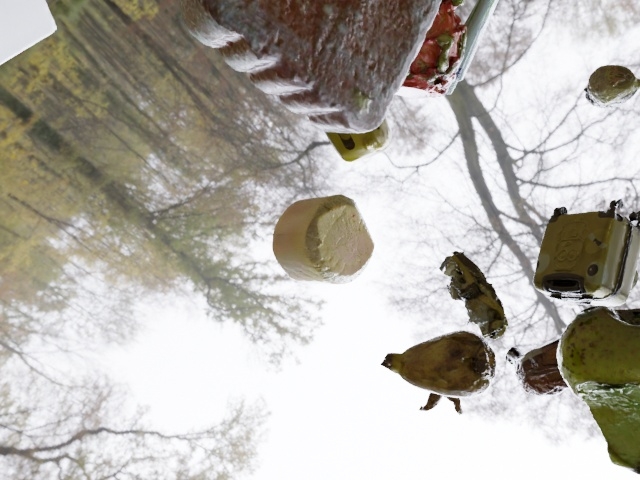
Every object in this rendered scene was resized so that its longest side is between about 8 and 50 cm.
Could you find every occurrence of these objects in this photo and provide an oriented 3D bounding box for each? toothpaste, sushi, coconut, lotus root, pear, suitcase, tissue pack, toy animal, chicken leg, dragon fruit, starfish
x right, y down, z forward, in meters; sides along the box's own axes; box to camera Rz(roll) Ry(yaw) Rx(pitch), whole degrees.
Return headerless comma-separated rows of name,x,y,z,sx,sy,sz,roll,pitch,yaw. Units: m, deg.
toothpaste,0.290,-0.408,0.955,0.074,0.048,0.296,-50,165,-47
sushi,0.472,0.178,1.623,0.131,0.139,0.290,-26,-110,-20
coconut,0.000,0.000,1.335,0.239,0.239,0.244,-55,-155,-19
lotus root,0.198,0.207,0.872,0.191,0.094,0.108,-10,-117,34
pear,0.526,0.215,0.825,0.238,0.255,0.164,-30,-179,40
suitcase,0.617,0.039,1.191,0.194,0.143,0.234,-6,-118,65
tissue pack,0.066,-0.254,1.083,0.123,0.178,0.127,-18,-163,32
toy animal,0.671,-0.343,1.175,0.138,0.098,0.098,8,-134,5
chicken leg,0.502,0.274,1.176,0.158,0.096,0.407,-49,173,-17
dragon fruit,0.173,-0.340,0.889,0.160,0.167,0.171,16,-83,50
starfish,0.342,0.445,1.555,0.190,0.074,0.146,15,-103,12

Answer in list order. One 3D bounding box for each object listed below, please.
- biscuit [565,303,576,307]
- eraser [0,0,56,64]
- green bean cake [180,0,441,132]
biscuit,0.663,0.113,1.434,0.033,0.224,0.144,-24,-139,18
eraser,-0.393,-0.165,0.473,0.078,0.076,0.298,21,-126,21
green bean cake,-0.005,-0.233,0.515,0.097,0.233,0.198,17,-97,57
